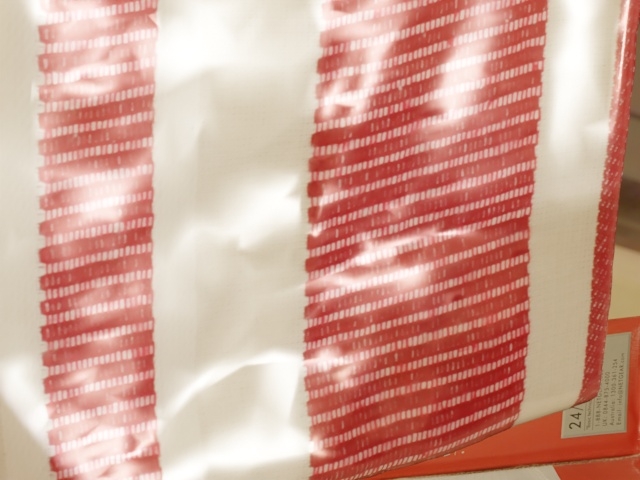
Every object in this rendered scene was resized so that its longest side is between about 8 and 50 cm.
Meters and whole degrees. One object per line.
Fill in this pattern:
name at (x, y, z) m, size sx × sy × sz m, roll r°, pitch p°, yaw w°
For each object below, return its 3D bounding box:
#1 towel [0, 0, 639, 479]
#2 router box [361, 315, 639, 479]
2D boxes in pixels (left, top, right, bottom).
towel at (-0.043, -0.021, 0.519) m, size 0.037 × 0.329 × 0.237 m, roll 36°, pitch -50°, yaw 51°
router box at (0.073, 0.186, 1.025) m, size 0.335 × 0.301 × 0.082 m, roll 58°, pitch 31°, yaw -43°
